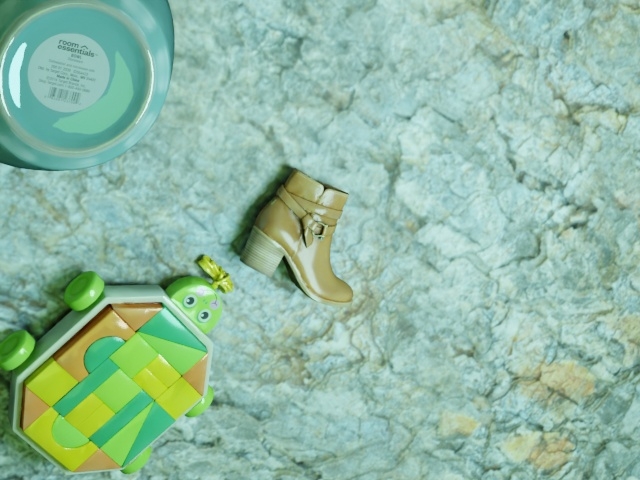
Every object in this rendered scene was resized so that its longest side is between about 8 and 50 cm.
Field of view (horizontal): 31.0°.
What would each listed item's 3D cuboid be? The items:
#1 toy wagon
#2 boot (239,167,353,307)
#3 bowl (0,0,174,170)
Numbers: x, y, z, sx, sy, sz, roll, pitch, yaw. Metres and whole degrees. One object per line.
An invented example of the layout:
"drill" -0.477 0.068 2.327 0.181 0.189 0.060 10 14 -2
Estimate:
"toy wagon" -0.254 0.158 1.552 0.344 0.068 0.267 -41 123 -3
"boot" 0.000 0.000 1.598 0.197 0.073 0.152 27 95 -34
"bowl" -0.294 -0.203 1.316 0.311 0.163 0.311 -10 117 -21
